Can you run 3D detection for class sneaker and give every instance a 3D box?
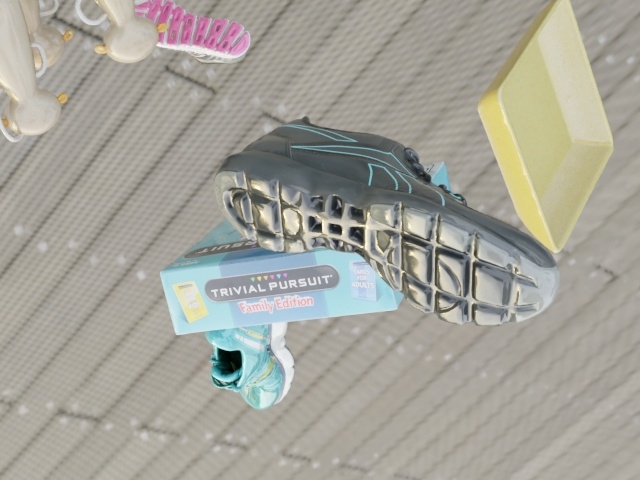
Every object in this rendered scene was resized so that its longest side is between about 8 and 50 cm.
[{"bbox_3d":[-0.173,-0.271,1.536,0.170,0.063,0.075,14,170,6],"label":"sneaker"},{"bbox_3d":[0.054,-0.028,0.826,0.106,0.267,0.101,-48,150,-37],"label":"sneaker"},{"bbox_3d":[-0.108,0.158,1.562,0.110,0.107,0.275,-48,155,-24],"label":"sneaker"}]

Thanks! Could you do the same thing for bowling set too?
[{"bbox_3d":[-0.294,-0.182,1.028,0.287,0.200,0.154,-25,120,-12],"label":"bowling set"}]

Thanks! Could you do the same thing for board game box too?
[{"bbox_3d":[0.000,0.000,1.347,0.254,0.336,0.079,-8,105,19],"label":"board game box"}]

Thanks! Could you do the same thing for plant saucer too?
[{"bbox_3d":[0.380,-0.201,1.976,0.081,0.332,0.332,-2,127,36],"label":"plant saucer"}]
